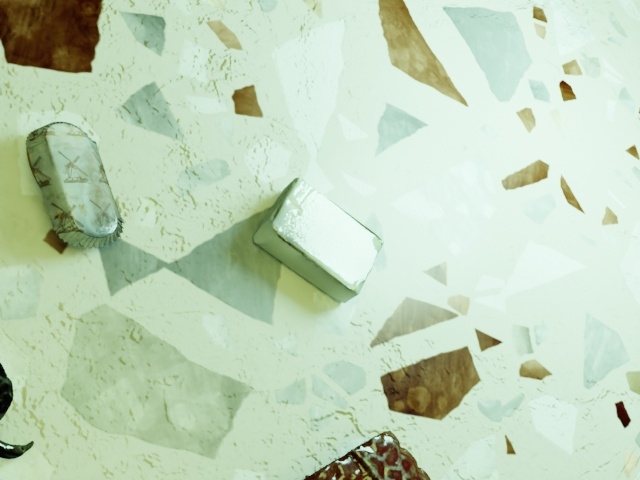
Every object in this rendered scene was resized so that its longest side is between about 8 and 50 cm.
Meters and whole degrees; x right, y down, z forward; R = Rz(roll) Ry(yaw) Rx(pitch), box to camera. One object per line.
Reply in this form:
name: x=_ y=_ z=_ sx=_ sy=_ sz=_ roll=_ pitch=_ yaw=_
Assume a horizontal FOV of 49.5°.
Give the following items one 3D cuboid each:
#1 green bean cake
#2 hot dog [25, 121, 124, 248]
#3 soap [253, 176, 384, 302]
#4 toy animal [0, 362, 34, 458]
green bean cake: x=0.038 y=0.363 z=0.953 sx=0.232 sy=0.097 sz=0.198 roll=-38 pitch=90 yaw=-33
hot dog: x=-0.341 y=-0.078 z=0.960 sx=0.108 sy=0.059 sz=0.191 roll=-11 pitch=71 yaw=-44
soap: x=0.000 y=0.000 z=1.102 sx=0.183 sy=0.064 sz=0.121 roll=36 pitch=57 yaw=-11
toy animal: x=-0.407 y=0.188 z=0.782 sx=0.160 sy=0.272 sz=0.197 roll=59 pitch=17 yaw=25
